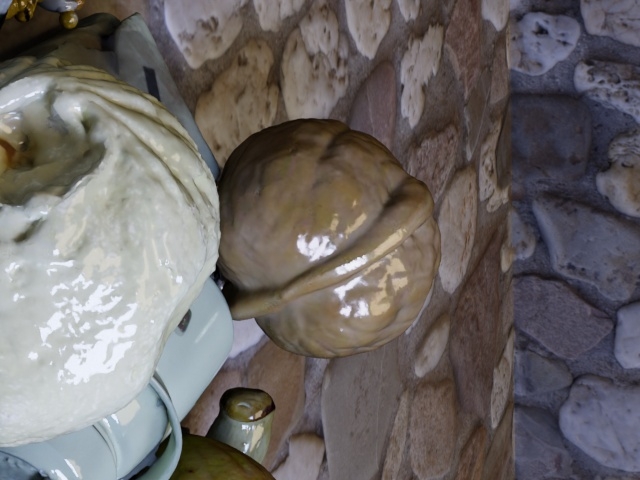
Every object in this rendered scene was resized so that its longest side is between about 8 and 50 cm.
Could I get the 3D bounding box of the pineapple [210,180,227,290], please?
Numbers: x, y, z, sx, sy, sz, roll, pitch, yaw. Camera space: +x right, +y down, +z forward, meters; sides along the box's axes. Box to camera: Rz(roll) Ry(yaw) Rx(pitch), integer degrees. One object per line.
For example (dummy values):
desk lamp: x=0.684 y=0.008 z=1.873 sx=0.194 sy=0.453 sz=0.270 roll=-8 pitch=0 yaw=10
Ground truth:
pineapple: x=-0.098 y=0.000 z=1.686 sx=0.272 sy=0.263 sz=0.262 roll=4 pitch=93 yaw=-54

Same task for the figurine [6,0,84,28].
figurine: x=-0.296 y=-0.263 z=1.300 sx=0.101 sy=0.068 sz=0.143 roll=47 pitch=51 yaw=-30

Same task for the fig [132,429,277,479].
fig: x=-0.156 y=0.283 z=1.479 sx=0.320 sy=0.217 sz=0.217 roll=67 pitch=10 yaw=27

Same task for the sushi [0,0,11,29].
sushi: x=-0.356 y=-0.259 z=1.002 sx=0.234 sy=0.208 sz=0.348 roll=86 pitch=29 yaw=-53

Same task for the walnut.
walnut: x=0.000 y=0.000 z=1.474 sx=0.296 sy=0.285 sz=0.285 roll=57 pitch=37 yaw=-14

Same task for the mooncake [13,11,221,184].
mooncake: x=-0.240 y=-0.107 z=1.350 sx=0.254 sy=0.136 sz=0.250 roll=62 pitch=29 yaw=-12

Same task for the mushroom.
mushroom: x=-0.151 y=0.341 z=1.640 sx=0.333 sy=0.087 sz=0.107 roll=-63 pitch=-179 yaw=7

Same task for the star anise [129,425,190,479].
star anise: x=-0.225 y=0.278 z=1.618 sx=0.212 sy=0.073 sz=0.196 roll=-46 pitch=140 yaw=-58

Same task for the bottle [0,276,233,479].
bottle: x=-0.250 y=0.170 z=1.338 sx=0.351 sy=0.229 sz=0.229 roll=-55 pitch=145 yaw=-47

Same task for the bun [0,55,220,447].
bun: x=-0.263 y=-0.011 z=1.056 sx=0.227 sy=0.353 sz=0.348 roll=92 pitch=-5 yaw=-56
